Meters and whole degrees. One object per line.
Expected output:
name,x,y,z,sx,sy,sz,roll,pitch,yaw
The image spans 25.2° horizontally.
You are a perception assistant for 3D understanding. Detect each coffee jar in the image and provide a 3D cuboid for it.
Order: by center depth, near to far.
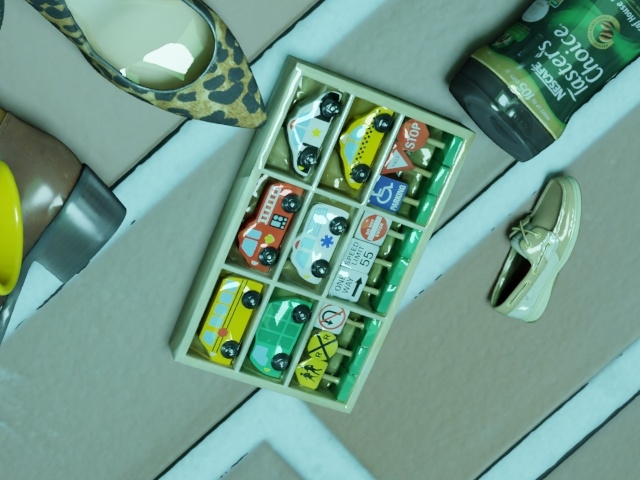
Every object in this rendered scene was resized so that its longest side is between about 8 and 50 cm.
coffee jar,0.196,-0.154,1.159,0.184,0.079,0.096,-45,114,4

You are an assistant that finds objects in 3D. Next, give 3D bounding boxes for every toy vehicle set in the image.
toy vehicle set,0.000,0.000,1.184,0.166,0.035,0.266,18,104,-20

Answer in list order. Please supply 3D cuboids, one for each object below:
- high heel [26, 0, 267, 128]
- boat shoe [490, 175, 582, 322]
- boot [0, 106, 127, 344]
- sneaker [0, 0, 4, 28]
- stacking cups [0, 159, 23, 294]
high heel,-0.123,-0.143,1.018,0.261,0.186,0.093,39,94,-23
boat shoe,0.184,0.007,1.229,0.045,0.050,0.135,9,106,-23
boot,-0.329,-0.025,1.059,0.264,0.096,0.280,-43,110,11
sneaker,-0.265,-0.217,1.014,0.051,0.089,0.170,-14,120,-28
stacking cups,-0.373,-0.004,0.991,0.316,0.096,0.096,-2,110,2
